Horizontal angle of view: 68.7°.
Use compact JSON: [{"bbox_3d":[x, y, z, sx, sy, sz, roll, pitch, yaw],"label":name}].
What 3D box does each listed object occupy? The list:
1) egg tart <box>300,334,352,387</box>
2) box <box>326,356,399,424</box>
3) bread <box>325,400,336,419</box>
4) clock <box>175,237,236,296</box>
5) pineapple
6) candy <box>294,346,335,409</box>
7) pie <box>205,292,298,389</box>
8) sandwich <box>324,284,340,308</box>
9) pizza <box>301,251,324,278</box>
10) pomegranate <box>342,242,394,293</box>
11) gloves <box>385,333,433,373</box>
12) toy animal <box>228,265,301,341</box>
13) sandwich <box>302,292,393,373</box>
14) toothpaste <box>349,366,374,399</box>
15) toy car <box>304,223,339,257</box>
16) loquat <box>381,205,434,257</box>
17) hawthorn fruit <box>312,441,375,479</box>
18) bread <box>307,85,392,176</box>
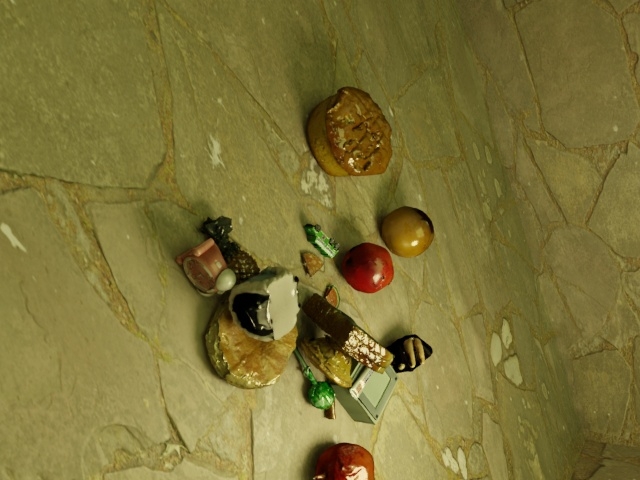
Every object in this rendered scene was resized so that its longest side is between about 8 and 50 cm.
[{"bbox_3d":[0.034,0.409,1.636,0.106,0.241,0.241,-48,121,-1],"label":"egg tart"},{"bbox_3d":[0.169,0.543,1.806,0.225,0.118,0.225,56,49,-21],"label":"box"},{"bbox_3d":[0.038,0.613,1.716,0.036,0.047,0.083,-1,79,-14],"label":"bread"},{"bbox_3d":[-0.326,0.084,1.380,0.093,0.166,0.162,-39,102,-43],"label":"clock"},{"bbox_3d":[-0.291,0.029,1.471,0.237,0.111,0.119,58,12,-14],"label":"pineapple"},{"bbox_3d":[-0.051,0.453,1.650,0.097,0.097,0.323,-35,97,-43],"label":"candy"},{"bbox_3d":[-0.210,0.310,1.498,0.340,0.083,0.339,16,67,-41],"label":"pie"},{"bbox_3d":[0.044,0.224,1.815,0.069,0.026,0.101,-24,96,-41],"label":"sandwich"},{"bbox_3d":[-0.041,0.081,1.762,0.099,0.029,0.100,51,48,-15],"label":"pizza"},{"bbox_3d":[0.191,0.104,1.866,0.210,0.210,0.235,63,15,-15],"label":"pomegranate"},{"bbox_3d":[0.351,0.491,1.973,0.152,0.197,0.301,44,14,18],"label":"gloves"},{"bbox_3d":[-0.166,0.181,1.419,0.204,0.156,0.208,-34,129,-46],"label":"toy animal"},{"bbox_3d":[0.105,0.333,1.664,0.271,0.301,0.099,37,87,-34],"label":"sandwich"},{"bbox_3d":[0.175,0.488,1.724,0.052,0.033,0.218,54,55,-16],"label":"toothpaste"},{"bbox_3d":[0.000,0.000,1.788,0.165,0.071,0.062,45,67,-29],"label":"toy car"},{"bbox_3d":[0.383,-0.038,2.064,0.235,0.235,0.234,11,74,-43],"label":"loquat"},{"bbox_3d":[0.060,0.799,1.603,0.243,0.207,0.207,19,69,-37],"label":"hawthorn fruit"},{"bbox_3d":[0.123,-0.429,1.897,0.398,0.215,0.397,10,76,-42],"label":"bread"}]
